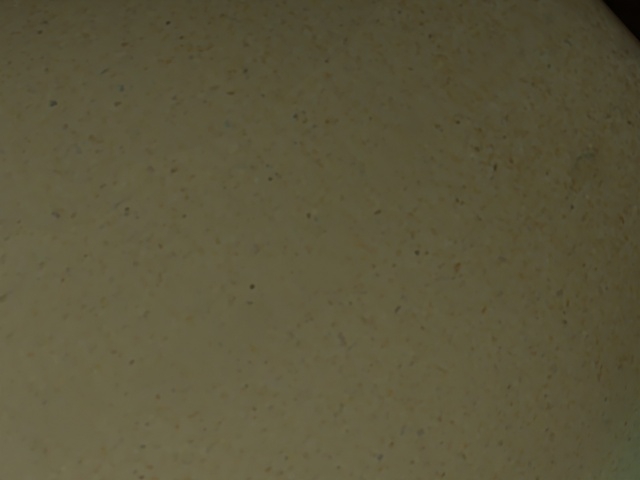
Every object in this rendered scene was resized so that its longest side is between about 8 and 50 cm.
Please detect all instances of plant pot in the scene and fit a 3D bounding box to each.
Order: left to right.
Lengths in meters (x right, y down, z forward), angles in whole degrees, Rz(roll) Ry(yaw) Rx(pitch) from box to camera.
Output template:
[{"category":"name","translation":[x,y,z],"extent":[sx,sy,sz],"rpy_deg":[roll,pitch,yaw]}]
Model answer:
[{"category":"plant pot","translation":[0.000,0.000,0.482],"extent":[0.191,0.284,0.284],"rpy_deg":[-41,101,10]}]
